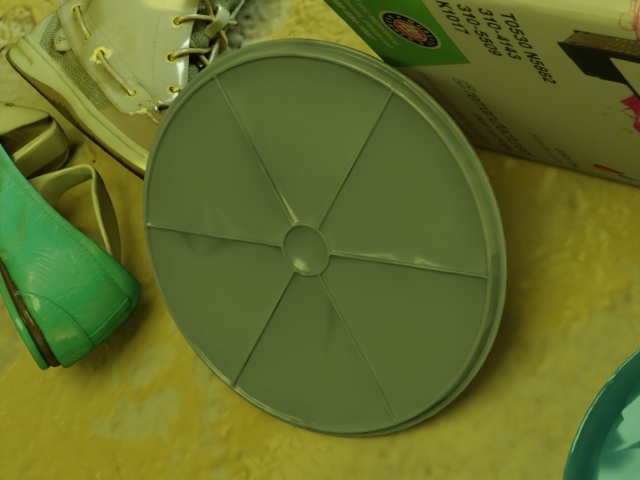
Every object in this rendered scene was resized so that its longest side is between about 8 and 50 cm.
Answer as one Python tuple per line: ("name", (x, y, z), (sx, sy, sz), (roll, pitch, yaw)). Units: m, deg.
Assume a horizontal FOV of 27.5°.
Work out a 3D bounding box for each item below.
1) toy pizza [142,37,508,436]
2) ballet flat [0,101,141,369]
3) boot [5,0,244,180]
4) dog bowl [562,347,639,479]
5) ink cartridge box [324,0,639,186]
("toy pizza", (0.000, 0.000, 0.642), (0.201, 0.032, 0.201), (10, 112, 27))
("ballet flat", (-0.177, -0.028, 0.781), (0.087, 0.083, 0.247), (-30, 56, -14))
("boot", (-0.070, -0.114, 0.751), (0.213, 0.077, 0.165), (38, 89, 34))
("dog bowl", (0.239, 0.125, 0.484), (0.297, 0.074, 0.166), (12, 77, 31))
("ink cartridge box", (0.160, -0.096, 0.538), (0.278, 0.201, 0.117), (18, 81, 33))
